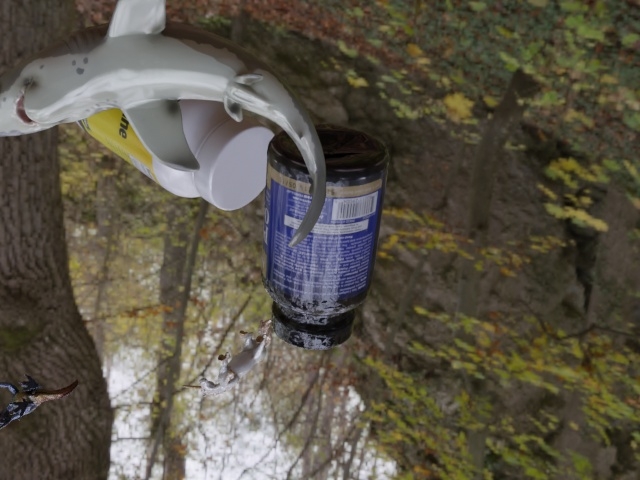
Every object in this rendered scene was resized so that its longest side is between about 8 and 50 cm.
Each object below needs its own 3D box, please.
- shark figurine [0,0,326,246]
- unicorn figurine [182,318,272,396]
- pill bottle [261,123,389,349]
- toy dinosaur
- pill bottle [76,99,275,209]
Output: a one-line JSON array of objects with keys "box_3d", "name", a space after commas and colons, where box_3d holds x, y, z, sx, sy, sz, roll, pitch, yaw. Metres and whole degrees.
[{"box_3d": [-0.083, -0.117, 0.565, 0.278, 0.166, 0.116, 18, -156, -30], "name": "shark figurine"}, {"box_3d": [-0.133, 0.193, 1.171, 0.161, 0.111, 0.060, -28, -112, -17], "name": "unicorn figurine"}, {"box_3d": [0.000, 0.000, 0.795, 0.122, 0.219, 0.123, 4, -151, -2], "name": "pill bottle"}, {"box_3d": [-0.272, 0.154, 0.695, 0.090, 0.047, 0.082, 8, 156, -17], "name": "toy dinosaur"}, {"box_3d": [-0.232, -0.187, 1.205, 0.334, 0.188, 0.188, 33, -154, 28], "name": "pill bottle"}]
